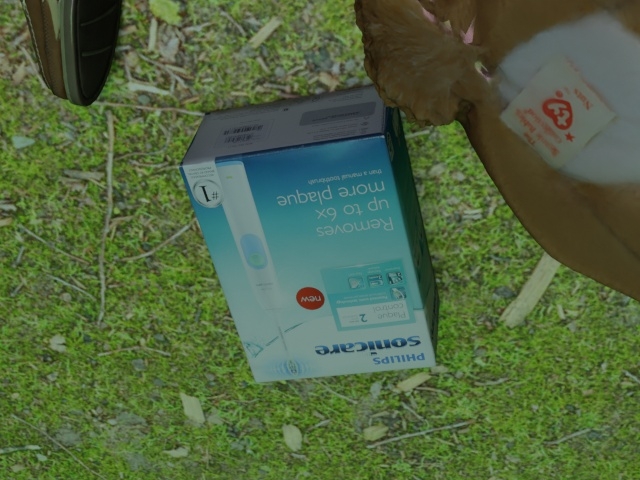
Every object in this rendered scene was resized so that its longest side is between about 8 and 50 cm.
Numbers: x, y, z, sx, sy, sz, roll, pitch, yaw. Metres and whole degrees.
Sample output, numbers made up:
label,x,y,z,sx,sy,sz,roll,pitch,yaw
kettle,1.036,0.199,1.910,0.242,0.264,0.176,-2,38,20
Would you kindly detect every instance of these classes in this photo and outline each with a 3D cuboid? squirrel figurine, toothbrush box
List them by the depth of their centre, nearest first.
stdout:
label,x,y,z,sx,sy,sz,roll,pitch,yaw
squirrel figurine,0.240,-0.184,0.756,0.396,0.370,0.281,20,133,35
toothbrush box,0.000,0.000,1.082,0.216,0.126,0.296,-6,123,14

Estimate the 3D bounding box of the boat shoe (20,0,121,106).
label,x,y,z,sx,sy,sz,roll,pitch,yaw
boat shoe,-0.262,-0.284,0.955,0.104,0.111,0.308,8,115,9
